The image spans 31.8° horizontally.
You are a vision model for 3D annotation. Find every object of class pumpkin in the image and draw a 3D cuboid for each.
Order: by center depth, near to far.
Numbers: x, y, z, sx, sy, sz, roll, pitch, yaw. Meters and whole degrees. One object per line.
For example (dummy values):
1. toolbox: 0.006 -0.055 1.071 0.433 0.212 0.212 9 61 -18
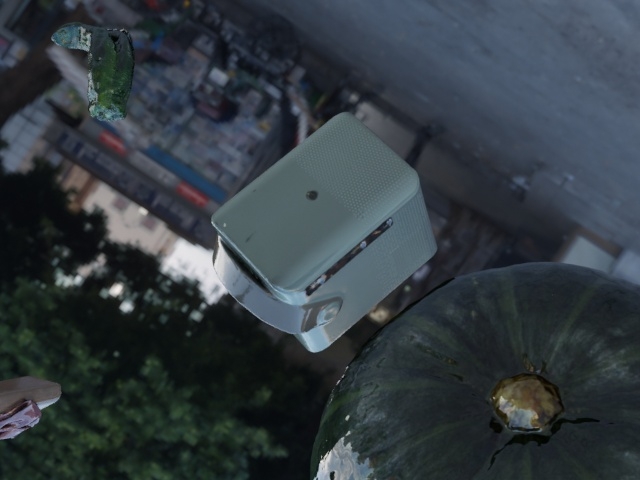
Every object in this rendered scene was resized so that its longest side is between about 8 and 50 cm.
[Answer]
1. pumpkin: 0.147 0.158 0.778 0.300 0.300 0.207 34 157 39

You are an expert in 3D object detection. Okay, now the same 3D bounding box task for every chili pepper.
1. chili pepper: -0.166 -0.139 0.847 0.118 0.055 0.035 57 -179 36

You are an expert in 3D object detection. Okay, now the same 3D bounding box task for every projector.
1. projector: 0.000 0.000 1.291 0.163 0.242 0.177 43 167 31

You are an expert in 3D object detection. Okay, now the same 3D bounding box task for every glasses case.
1. glasses case: -0.396 0.212 1.315 0.194 0.070 0.102 -8 -174 -37
